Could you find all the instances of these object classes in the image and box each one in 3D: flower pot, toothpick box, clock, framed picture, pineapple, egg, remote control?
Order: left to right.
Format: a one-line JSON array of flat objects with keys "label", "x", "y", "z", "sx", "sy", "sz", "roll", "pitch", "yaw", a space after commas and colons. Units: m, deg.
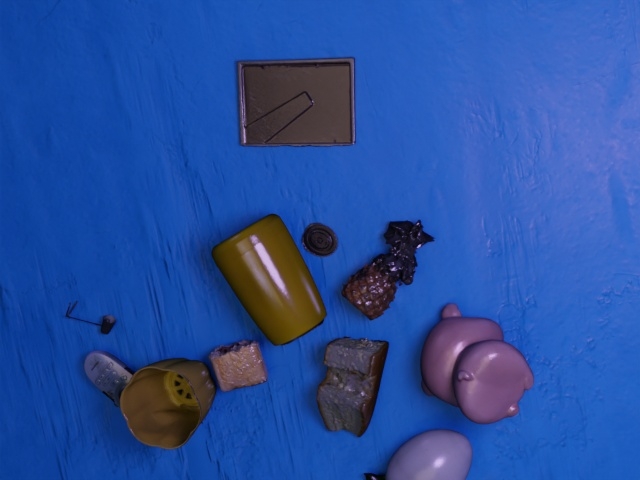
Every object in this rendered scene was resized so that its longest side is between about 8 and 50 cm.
[{"label": "remote control", "x": -0.465, "y": 0.360, "z": 2.048, "sx": 0.256, "sy": 0.045, "sz": 0.097, "roll": 42, "pitch": 106, "yaw": 2}, {"label": "flower pot", "x": -0.330, "y": 0.356, "z": 1.943, "sx": 0.195, "sy": 0.179, "sz": 0.195, "roll": 2, "pitch": 99, "yaw": 15}, {"label": "toothpick box", "x": -0.103, "y": 0.094, "z": 1.856, "sx": 0.175, "sy": 0.175, "sz": 0.271, "roll": -29, "pitch": 93, "yaw": 16}, {"label": "framed picture", "x": -0.054, "y": -0.302, "z": 1.866, "sx": 0.265, "sy": 0.018, "sz": 0.192, "roll": 2, "pitch": 98, "yaw": 13}, {"label": "clock", "x": 0.000, "y": 0.000, "z": 1.898, "sx": 0.083, "sy": 0.010, "sz": 0.074, "roll": 28, "pitch": 103, "yaw": 9}, {"label": "pineapple", "x": 0.148, "y": 0.055, "z": 1.826, "sx": 0.119, "sy": 0.111, "sz": 0.237, "roll": 37, "pitch": 97, "yaw": -26}, {"label": "egg", "x": 0.237, "y": 0.493, "z": 1.837, "sx": 0.209, "sy": 0.151, "sz": 0.151, "roll": -37, "pitch": 88, "yaw": 9}]

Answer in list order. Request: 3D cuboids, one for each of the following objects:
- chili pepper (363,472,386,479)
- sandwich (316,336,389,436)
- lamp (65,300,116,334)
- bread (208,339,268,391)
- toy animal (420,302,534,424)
[{"label": "chili pepper", "x": 0.170, "y": 0.617, "z": 1.919, "sx": 0.098, "sy": 0.061, "sz": 0.224, "roll": -29, "pitch": 92, "yaw": 23}, {"label": "sandwich", "x": 0.067, "y": 0.332, "z": 1.872, "sx": 0.122, "sy": 0.128, "sz": 0.236, "roll": 12, "pitch": 100, "yaw": 20}, {"label": "lamp", "x": -0.556, "y": 0.191, "z": 2.053, "sx": 0.121, "sy": 0.041, "sz": 0.054, "roll": 27, "pitch": 112, "yaw": 5}, {"label": "bread", "x": -0.187, "y": 0.285, "z": 1.952, "sx": 0.125, "sy": 0.082, "sz": 0.106, "roll": -15, "pitch": 104, "yaw": 5}, {"label": "toy animal", "x": 0.315, "y": 0.269, "z": 1.749, "sx": 0.229, "sy": 0.221, "sz": 0.210, "roll": 21, "pitch": 98, "yaw": 9}]
